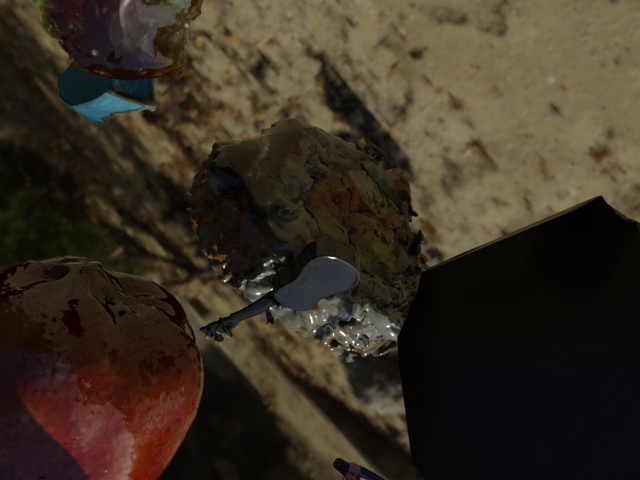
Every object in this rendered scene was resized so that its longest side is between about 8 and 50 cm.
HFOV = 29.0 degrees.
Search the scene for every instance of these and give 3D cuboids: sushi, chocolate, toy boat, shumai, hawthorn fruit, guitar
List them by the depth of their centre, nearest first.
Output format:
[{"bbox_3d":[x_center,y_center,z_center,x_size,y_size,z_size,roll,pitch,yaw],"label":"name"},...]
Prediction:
[{"bbox_3d":[-0.155,-0.278,1.089,0.263,0.304,0.309,61,163,19],"label":"shumai"},{"bbox_3d":[-0.211,-0.156,1.274,0.077,0.075,0.185,21,167,-32],"label":"toy boat"},{"bbox_3d":[0.286,0.165,1.293,0.297,0.314,0.326,16,-124,-47],"label":"chocolate"},{"bbox_3d":[-0.271,0.168,1.404,0.295,0.295,0.311,-161,59,-75],"label":"hawthorn fruit"},{"bbox_3d":[-0.062,0.079,1.624,0.084,0.271,0.038,33,-140,-34],"label":"guitar"},{"bbox_3d":[0.003,0.004,1.829,0.417,0.176,0.417,29,-144,-25],"label":"sushi"}]

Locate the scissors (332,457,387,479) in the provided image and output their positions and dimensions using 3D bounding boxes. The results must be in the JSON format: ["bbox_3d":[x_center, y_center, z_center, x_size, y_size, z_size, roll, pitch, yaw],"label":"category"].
[{"bbox_3d":[0.056,0.322,1.659,0.113,0.039,0.012,26,-177,43],"label":"scissors"}]
